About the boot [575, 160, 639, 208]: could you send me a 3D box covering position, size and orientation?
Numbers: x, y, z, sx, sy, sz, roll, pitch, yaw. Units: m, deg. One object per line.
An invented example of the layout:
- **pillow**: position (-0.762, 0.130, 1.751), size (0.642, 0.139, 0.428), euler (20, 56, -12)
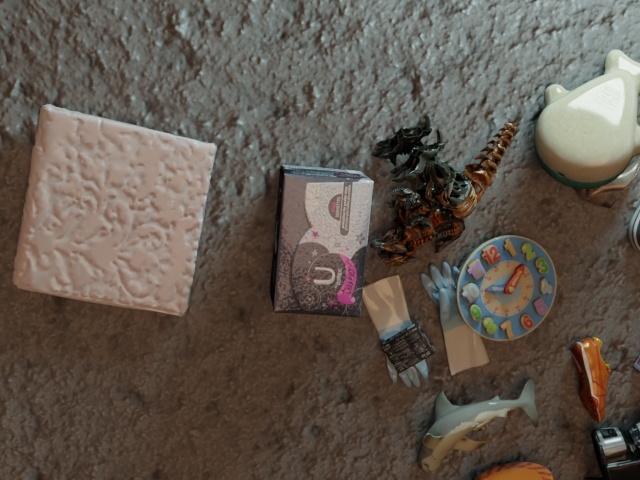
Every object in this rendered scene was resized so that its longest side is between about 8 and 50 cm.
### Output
- **boot**: position (0.534, -0.121, 1.645), size (0.087, 0.042, 0.118), euler (36, 89, -3)

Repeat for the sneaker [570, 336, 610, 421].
- **sneaker**: position (0.541, 0.274, 1.714), size (0.067, 0.064, 0.175), euler (-15, 106, -13)

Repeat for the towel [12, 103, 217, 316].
- **towel**: position (-0.366, -0.048, 1.563), size (0.316, 0.053, 0.332), euler (11, 101, -9)

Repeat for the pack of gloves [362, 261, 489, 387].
- **pack of gloves**: position (0.203, 0.167, 1.667), size (0.195, 0.046, 0.232), euler (-21, 102, -2)

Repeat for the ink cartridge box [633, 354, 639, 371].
- **ink cartridge box**: position (0.801, 0.237, 1.734), size (0.311, 0.065, 0.186), euler (24, 99, -12)

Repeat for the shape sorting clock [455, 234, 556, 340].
- **shape sorting clock**: position (0.354, 0.091, 1.659), size (0.206, 0.040, 0.206), euler (-2, 98, -11)

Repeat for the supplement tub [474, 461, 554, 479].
- **supplement tub**: position (0.407, 0.618, 1.696), size (0.207, 0.207, 0.338), euler (-18, 103, -2)

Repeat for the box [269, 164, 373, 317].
- **box**: position (0.000, 0.000, 1.563), size (0.163, 0.142, 0.247), euler (4, 101, -6)

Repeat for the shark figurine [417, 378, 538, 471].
- **shark figurine**: position (0.280, 0.330, 1.685), size (0.278, 0.116, 0.166), euler (-31, 137, 9)

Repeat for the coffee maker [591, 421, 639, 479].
- **coffee maker**: position (0.638, 0.431, 1.711), size (0.178, 0.120, 0.171), euler (-19, 77, 9)

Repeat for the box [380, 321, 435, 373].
- **box**: position (0.165, 0.204, 1.659), size (0.083, 0.018, 0.067), euler (-33, 99, 15)

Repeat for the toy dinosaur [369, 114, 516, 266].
- **toy dinosaur**: position (0.210, -0.099, 1.586), size (0.218, 0.164, 0.322), euler (46, 76, -27)

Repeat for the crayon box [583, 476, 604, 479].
- **crayon box**: position (0.640, 0.645, 1.788), size (0.203, 0.083, 0.323), euler (-2, 102, -5)

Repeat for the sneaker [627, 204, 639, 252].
- **sneaker**: position (0.729, -0.078, 1.630), size (0.321, 0.127, 0.126), euler (-36, 104, 4)

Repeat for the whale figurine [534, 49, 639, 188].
- **whale figurine**: position (0.501, -0.213, 1.586), size (0.216, 0.141, 0.272), euler (30, 74, 19)
